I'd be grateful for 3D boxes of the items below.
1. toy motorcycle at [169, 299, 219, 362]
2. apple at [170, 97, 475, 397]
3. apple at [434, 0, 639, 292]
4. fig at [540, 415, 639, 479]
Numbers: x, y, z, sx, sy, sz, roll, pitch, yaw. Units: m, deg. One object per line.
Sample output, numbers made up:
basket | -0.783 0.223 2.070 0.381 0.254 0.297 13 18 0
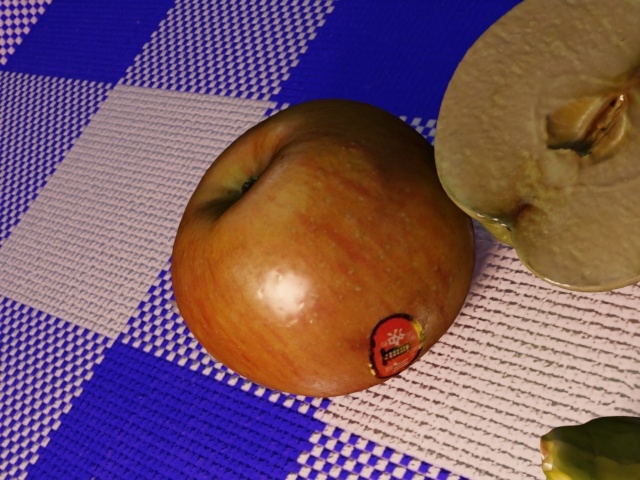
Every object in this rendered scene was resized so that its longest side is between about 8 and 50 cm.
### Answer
toy motorcycle | -0.152 0.115 1.816 0.215 0.080 0.122 22 67 49
apple | 0.000 0.000 1.573 0.400 0.333 0.400 -18 42 17
apple | 0.321 -0.119 1.439 0.360 0.311 0.320 -47 19 -6
fig | 0.284 0.240 1.160 0.206 0.275 0.206 -24 41 23
